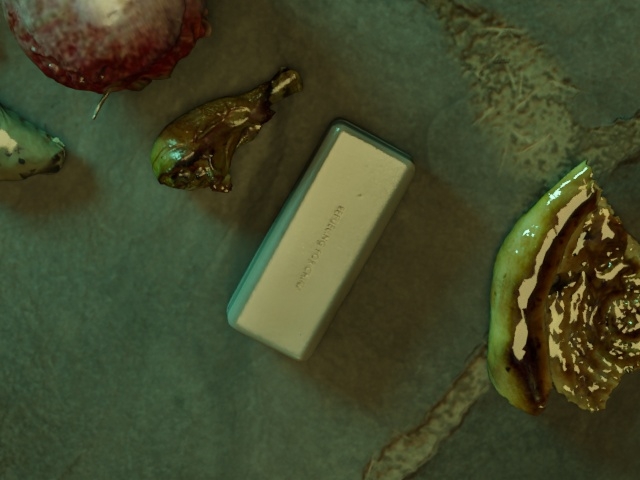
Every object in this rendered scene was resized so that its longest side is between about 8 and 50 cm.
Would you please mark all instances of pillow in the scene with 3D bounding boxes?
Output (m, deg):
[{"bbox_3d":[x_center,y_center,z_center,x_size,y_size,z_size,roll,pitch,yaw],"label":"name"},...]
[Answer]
[{"bbox_3d":[-0.374,-0.120,1.489,0.241,0.051,0.093,33,100,-12],"label":"pillow"}]

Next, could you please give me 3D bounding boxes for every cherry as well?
[{"bbox_3d":[-0.219,-0.254,1.403,0.192,0.175,0.250,-30,102,17],"label":"cherry"}]

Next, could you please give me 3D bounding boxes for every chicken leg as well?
[{"bbox_3d":[-0.090,-0.109,1.503,0.178,0.070,0.093,-39,103,-3],"label":"chicken leg"}]

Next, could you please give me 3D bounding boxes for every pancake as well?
[{"bbox_3d":[0.254,0.070,1.564,0.212,0.056,0.257,-31,103,5],"label":"pancake"}]

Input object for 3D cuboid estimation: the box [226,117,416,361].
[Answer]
[{"bbox_3d":[0.000,0.000,1.535,0.103,0.055,0.244,28,102,-9],"label":"box"}]
